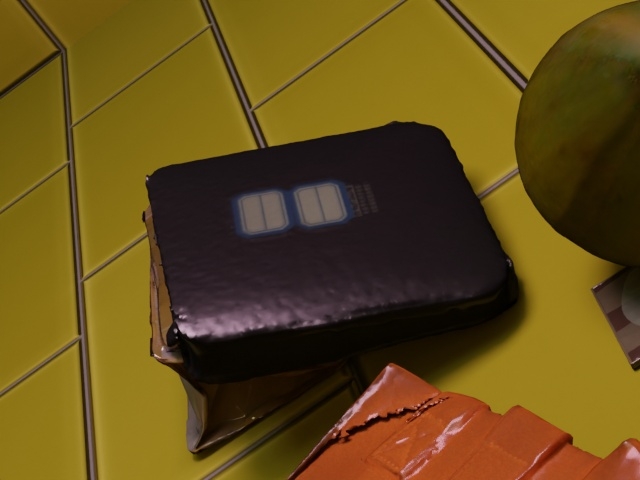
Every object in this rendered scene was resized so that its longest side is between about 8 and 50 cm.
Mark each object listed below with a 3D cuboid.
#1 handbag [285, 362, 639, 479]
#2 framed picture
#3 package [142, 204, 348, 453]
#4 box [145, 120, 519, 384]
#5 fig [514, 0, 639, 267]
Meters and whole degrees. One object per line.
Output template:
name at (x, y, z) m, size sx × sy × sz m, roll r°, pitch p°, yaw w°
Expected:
handbag at (0.095, 0.260, 1.129) m, size 0.303 × 0.116 × 0.410 m, roll -43°, pitch 26°, yaw -17°
framed picture at (0.343, 0.025, 1.308) m, size 0.201 × 0.010 × 0.136 m, roll -32°, pitch 27°, yaw 11°
package at (-0.109, 0.057, 1.662) m, size 0.221 × 0.165 × 0.311 m, roll -33°, pitch 27°, yaw 10°
box at (0.000, 0.000, 1.539) m, size 0.350 × 0.091 × 0.359 m, roll -11°, pitch 35°, yaw -6°
fig at (0.287, -0.099, 1.280) m, size 0.239 × 0.239 × 0.271 m, roll -38°, pitch -16°, yaw 0°
